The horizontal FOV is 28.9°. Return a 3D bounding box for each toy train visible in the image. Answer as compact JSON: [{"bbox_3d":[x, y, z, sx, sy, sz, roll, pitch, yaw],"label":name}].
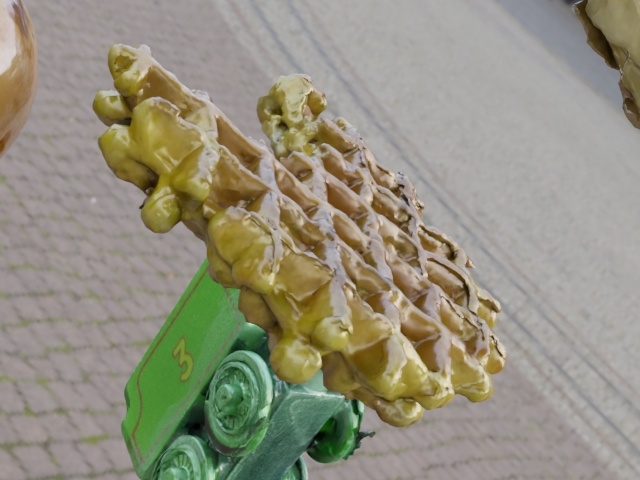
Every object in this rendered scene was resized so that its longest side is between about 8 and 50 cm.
[{"bbox_3d":[-0.068,0.134,1.034,0.132,0.243,0.188,12,34,-37],"label":"toy train"}]

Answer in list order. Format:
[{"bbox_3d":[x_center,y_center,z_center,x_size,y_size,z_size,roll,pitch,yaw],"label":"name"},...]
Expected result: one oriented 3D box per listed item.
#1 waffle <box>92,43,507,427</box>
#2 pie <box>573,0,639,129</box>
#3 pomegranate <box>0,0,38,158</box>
[{"bbox_3d":[0.000,0.000,0.722,0.260,0.069,0.293,52,21,15],"label":"waffle"},{"bbox_3d":[0.217,-0.119,0.523,0.339,0.083,0.339,12,68,-31],"label":"pie"},{"bbox_3d":[-0.257,-0.085,0.654,0.215,0.215,0.215,37,17,-13],"label":"pomegranate"}]
